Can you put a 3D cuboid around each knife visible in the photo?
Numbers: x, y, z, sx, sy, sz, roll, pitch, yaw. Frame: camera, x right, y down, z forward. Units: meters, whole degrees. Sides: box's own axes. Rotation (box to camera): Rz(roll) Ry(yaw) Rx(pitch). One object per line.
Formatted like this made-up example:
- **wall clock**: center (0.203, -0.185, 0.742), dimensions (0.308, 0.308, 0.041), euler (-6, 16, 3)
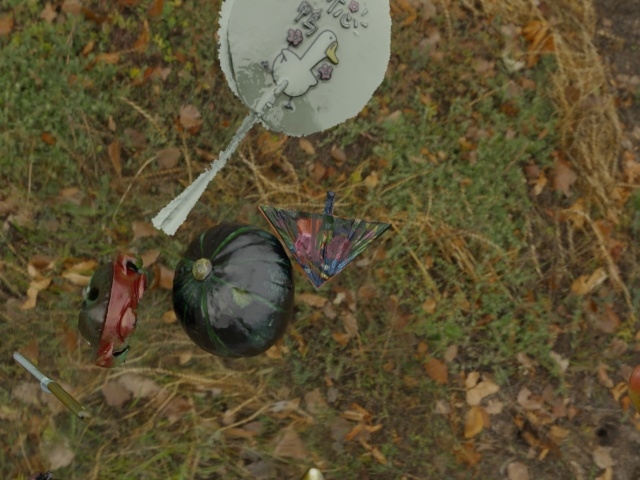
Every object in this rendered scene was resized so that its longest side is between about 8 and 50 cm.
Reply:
- **knife**: center (-0.502, 0.270, 1.316), dimensions (0.027, 0.343, 0.061), euler (-54, 133, -17)

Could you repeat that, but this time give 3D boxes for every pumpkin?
- **pumpkin**: center (-0.204, 0.105, 1.606), dimensions (0.238, 0.315, 0.315), euler (28, 53, -53)

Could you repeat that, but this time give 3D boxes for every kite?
- **kite**: center (0.000, 0.000, 1.623), dimensions (0.321, 0.016, 0.233), euler (9, 101, 15)

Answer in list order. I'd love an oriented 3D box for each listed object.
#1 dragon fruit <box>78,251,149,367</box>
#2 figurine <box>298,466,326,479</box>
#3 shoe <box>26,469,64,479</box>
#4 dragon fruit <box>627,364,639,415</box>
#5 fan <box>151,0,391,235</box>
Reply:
- **dragon fruit**: center (-0.478, 0.161, 1.642), dimensions (0.130, 0.268, 0.295), euler (12, 31, -11)
- **figurine**: center (-0.029, 0.284, 0.562), dimensions (0.185, 0.234, 0.127), euler (-18, 49, 5)
- **shoe**: center (-0.559, 0.559, 1.379), dimensions (0.137, 0.290, 0.114), euler (29, 22, -1)
- **dragon fruit**: center (0.408, 0.180, 0.554), dimensions (0.307, 0.227, 0.243), euler (19, 18, 14)
- **fan**: center (-0.060, -0.170, 0.853), dimensions (0.233, 0.012, 0.414), euler (35, 92, -34)
